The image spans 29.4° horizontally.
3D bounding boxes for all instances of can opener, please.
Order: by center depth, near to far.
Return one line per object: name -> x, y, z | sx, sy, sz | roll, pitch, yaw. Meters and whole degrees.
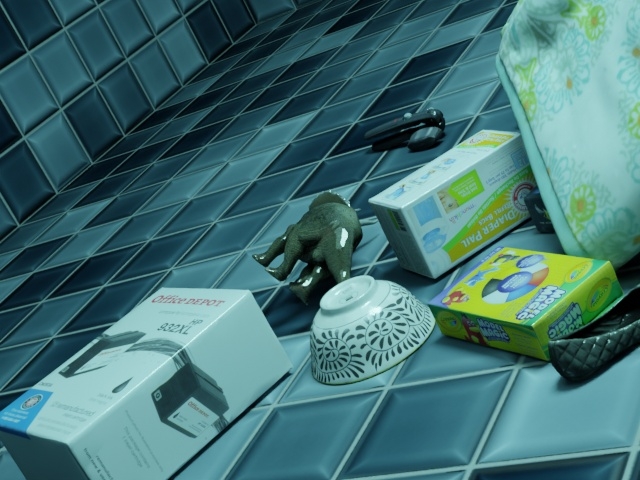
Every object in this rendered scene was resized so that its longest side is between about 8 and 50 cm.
can opener -> 0.146, -0.194, 2.146 | 0.186, 0.059, 0.073 | -4, 30, 48

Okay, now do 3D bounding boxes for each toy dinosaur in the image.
toy dinosaur -> 0.000, 0.000, 1.692 | 0.160, 0.121, 0.313 | -52, 4, -1

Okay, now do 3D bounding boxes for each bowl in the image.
bowl -> 0.050, 0.095, 1.507 | 0.170, 0.080, 0.170 | -23, 20, 9

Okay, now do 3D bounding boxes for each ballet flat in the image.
ballet flat -> 0.305, 0.081, 1.250 | 0.173, 0.049, 0.057 | -35, 21, -21

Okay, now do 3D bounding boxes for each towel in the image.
towel -> 0.332, -0.194, 1.371 | 0.090, 0.374, 0.320 | 0, -36, -24

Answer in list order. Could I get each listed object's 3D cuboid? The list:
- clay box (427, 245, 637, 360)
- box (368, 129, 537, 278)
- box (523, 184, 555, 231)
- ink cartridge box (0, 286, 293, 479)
clay box -> 0.236, 0.068, 1.371 | 0.127, 0.053, 0.222 | -37, 20, -23
box -> 0.189, -0.053, 1.645 | 0.203, 0.114, 0.103 | -32, 18, -15
box -> 0.398, -0.083, 1.531 | 0.183, 0.059, 0.232 | -38, 22, -30
ink cartridge box -> -0.225, 0.194, 1.540 | 0.307, 0.129, 0.223 | -39, 22, -31
